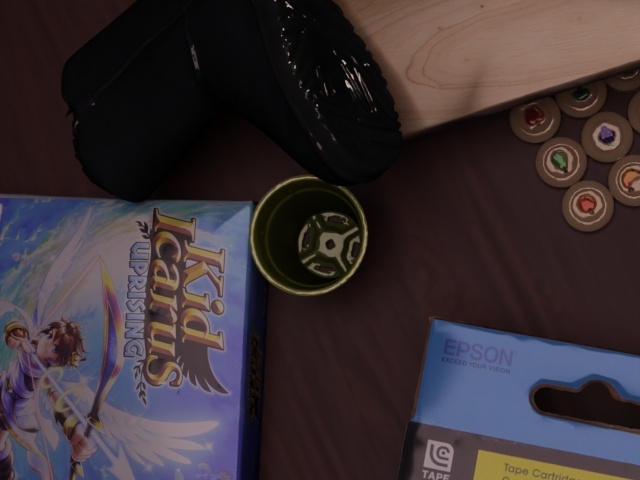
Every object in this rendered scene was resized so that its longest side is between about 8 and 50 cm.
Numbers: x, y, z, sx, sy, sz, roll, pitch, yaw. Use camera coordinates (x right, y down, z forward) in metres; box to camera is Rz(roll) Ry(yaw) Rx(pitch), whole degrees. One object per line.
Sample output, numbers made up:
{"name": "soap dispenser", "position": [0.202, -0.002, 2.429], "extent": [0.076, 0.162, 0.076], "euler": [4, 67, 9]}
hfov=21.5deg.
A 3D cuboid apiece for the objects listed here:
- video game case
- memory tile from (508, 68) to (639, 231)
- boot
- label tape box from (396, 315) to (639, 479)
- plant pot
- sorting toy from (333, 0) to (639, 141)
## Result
{"name": "video game case", "position": [-0.165, 0.102, 1.224], "extent": [0.244, 0.061, 0.269], "euler": [1, 85, 11]}
{"name": "memory tile", "position": [0.217, -0.082, 1.183], "extent": [0.148, 0.012, 0.113], "euler": [-30, 80, 8]}
{"name": "boot", "position": [-0.069, -0.086, 1.138], "extent": [0.207, 0.094, 0.246], "euler": [-44, 58, 30]}
{"name": "label tape box", "position": [0.162, 0.237, 1.118], "extent": [0.240, 0.106, 0.334], "euler": [10, 86, 12]}
{"name": "plant pot", "position": [0.000, 0.000, 1.188], "extent": [0.083, 0.079, 0.083], "euler": [-1, 84, 13]}
{"name": "sorting toy", "position": [0.100, -0.208, 1.175], "extent": [0.257, 0.089, 0.255], "euler": [-17, 81, 15]}
